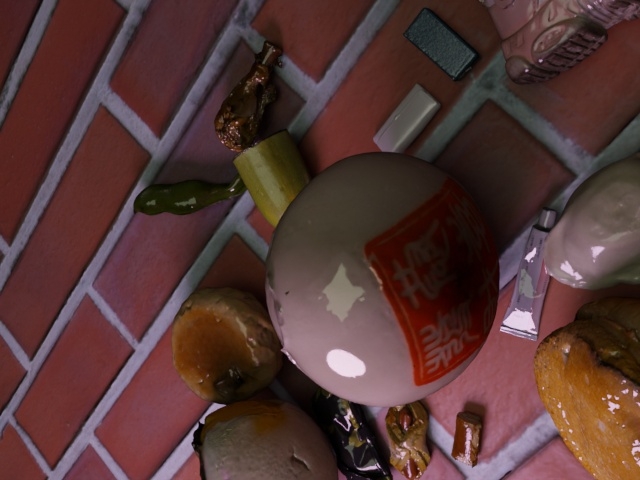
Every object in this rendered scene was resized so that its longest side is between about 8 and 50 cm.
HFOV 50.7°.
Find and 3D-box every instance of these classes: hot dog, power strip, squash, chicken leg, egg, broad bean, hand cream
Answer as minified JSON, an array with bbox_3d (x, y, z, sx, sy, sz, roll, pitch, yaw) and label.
[{"bbox_3d":[0.152,0.350,1.183,0.078,0.061,0.169,-7,95,28],"label":"hot dog"},{"bbox_3d":[0.194,-0.310,1.073,0.123,0.032,0.056,47,117,14],"label":"power strip"},{"bbox_3d":[-0.068,-0.095,1.204,0.123,0.123,0.187,-31,84,29],"label":"squash"},{"bbox_3d":[-0.128,-0.261,1.230,0.085,0.101,0.208,25,102,-7],"label":"chicken leg"},{"bbox_3d":[-0.070,0.414,1.206,0.201,0.337,0.337,-30,82,5],"label":"egg"},{"bbox_3d":[-0.249,-0.102,1.343,0.317,0.056,0.098,-20,69,22],"label":"broad bean"},{"bbox_3d":[0.335,0.053,1.055,0.052,0.038,0.216,31,120,47],"label":"hand cream"}]

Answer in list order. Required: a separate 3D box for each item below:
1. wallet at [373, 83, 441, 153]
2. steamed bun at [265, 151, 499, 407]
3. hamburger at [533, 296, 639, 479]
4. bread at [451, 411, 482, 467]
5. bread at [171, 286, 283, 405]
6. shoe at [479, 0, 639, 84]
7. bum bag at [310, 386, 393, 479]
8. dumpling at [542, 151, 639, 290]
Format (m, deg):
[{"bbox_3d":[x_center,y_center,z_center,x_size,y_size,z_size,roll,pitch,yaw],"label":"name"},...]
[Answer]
[{"bbox_3d":[0.142,-0.196,1.125,0.061,0.025,0.122,50,118,21],"label":"wallet"},{"bbox_3d":[0.114,0.050,0.971,0.241,0.374,0.375,-12,92,52],"label":"steamed bun"},{"bbox_3d":[0.423,0.216,0.884,0.170,0.314,0.290,-27,91,-7],"label":"hamburger"},{"bbox_3d":[0.249,0.336,1.143,0.046,0.036,0.083,14,106,35],"label":"bread"},{"bbox_3d":[-0.171,0.198,1.300,0.244,0.134,0.245,7,104,27],"label":"bread"},{"bbox_3d":[0.359,-0.381,0.892,0.351,0.171,0.198,-36,77,26],"label":"shoe"},{"bbox_3d":[0.051,0.357,1.240,0.106,0.060,0.233,-27,84,35],"label":"bum bag"},{"bbox_3d":[0.426,-0.023,0.938,0.250,0.132,0.162,-42,68,12],"label":"dumpling"}]
